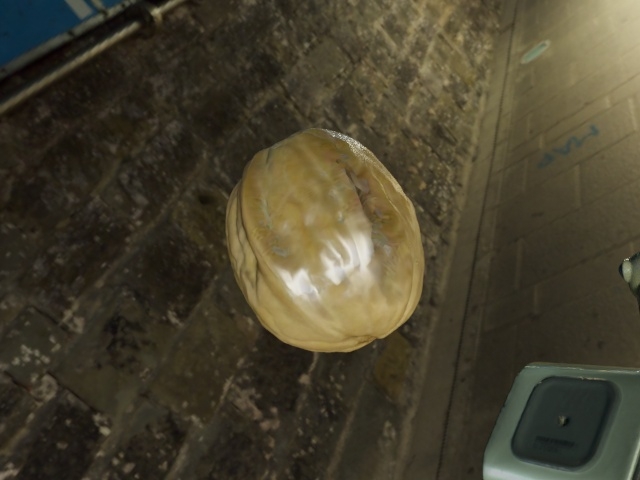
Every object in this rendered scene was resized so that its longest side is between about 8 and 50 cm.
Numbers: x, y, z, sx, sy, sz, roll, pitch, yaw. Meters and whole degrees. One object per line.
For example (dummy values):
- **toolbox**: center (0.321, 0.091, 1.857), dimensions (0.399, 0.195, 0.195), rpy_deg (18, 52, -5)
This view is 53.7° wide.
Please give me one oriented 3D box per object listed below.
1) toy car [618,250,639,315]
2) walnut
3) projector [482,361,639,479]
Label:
- **toy car**: center (0.639, 0.095, 0.960), dimensions (0.336, 0.226, 0.242), rpy_deg (-21, 63, 41)
- **walnut**: center (0.000, 0.000, 0.720), dimensions (0.224, 0.261, 0.225), rpy_deg (-28, -14, -8)
- **projector**: center (0.439, 0.338, 0.959), dimensions (0.249, 0.248, 0.248), rpy_deg (-13, 39, 58)
